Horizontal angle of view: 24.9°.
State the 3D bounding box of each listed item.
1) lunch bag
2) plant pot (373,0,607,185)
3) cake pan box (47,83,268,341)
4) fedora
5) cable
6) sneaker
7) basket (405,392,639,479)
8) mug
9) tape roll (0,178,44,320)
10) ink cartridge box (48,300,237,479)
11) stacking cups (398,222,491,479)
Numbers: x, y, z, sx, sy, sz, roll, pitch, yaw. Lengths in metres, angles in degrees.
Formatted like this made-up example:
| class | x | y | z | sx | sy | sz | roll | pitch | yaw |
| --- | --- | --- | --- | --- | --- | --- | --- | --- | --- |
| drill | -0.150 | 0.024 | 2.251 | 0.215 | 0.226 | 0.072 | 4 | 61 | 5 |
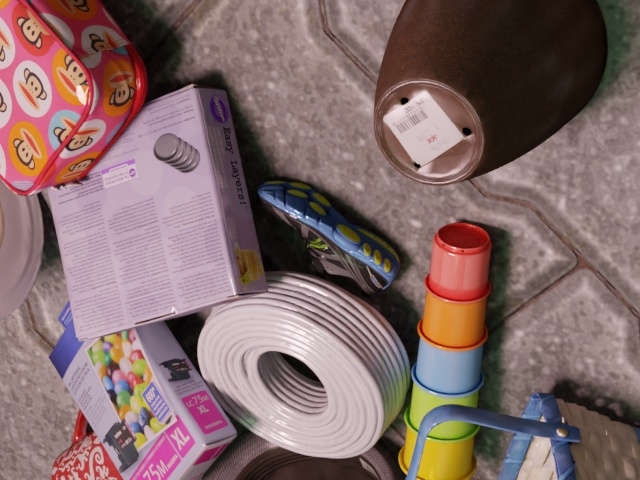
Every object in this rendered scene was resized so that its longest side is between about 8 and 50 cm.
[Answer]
| class | x | y | z | sx | sy | sz | roll | pitch | yaw |
| --- | --- | --- | --- | --- | --- | --- | --- | --- | --- |
| lunch bag | -0.351 | -0.200 | 1.648 | 0.293 | 0.120 | 0.258 | 54 | 128 | 11 |
| plant pot | 0.141 | -0.151 | 1.392 | 0.215 | 0.230 | 0.215 | 13 | 124 | 20 |
| cake pan box | -0.203 | -0.026 | 1.686 | 0.267 | 0.070 | 0.246 | -18 | 80 | 33 |
| fedora | -0.011 | 0.355 | 1.813 | 0.275 | 0.244 | 0.124 | -3 | 146 | 19 |
| cable | -0.022 | 0.148 | 1.721 | 0.257 | 0.089 | 0.257 | 36 | 140 | 1 |
| sneaker | 0.000 | 0.000 | 1.658 | 0.188 | 0.067 | 0.078 | 36 | 122 | 0 |
| basket | 0.225 | 0.300 | 1.621 | 0.289 | 0.201 | 0.255 | 7 | 127 | -14 |
| mug | -0.282 | 0.285 | 1.972 | 0.113 | 0.150 | 0.169 | 22 | 142 | -33 |
| tape roll | -0.469 | -0.021 | 1.748 | 0.100 | 0.286 | 0.286 | -16 | 110 | 33 |
| ink cartridge box | -0.241 | 0.172 | 1.819 | 0.311 | 0.065 | 0.186 | 56 | 134 | 21 |
| stacking cups | 0.141 | 0.128 | 1.654 | 0.096 | 0.096 | 0.316 | 12 | 121 | 20 |
